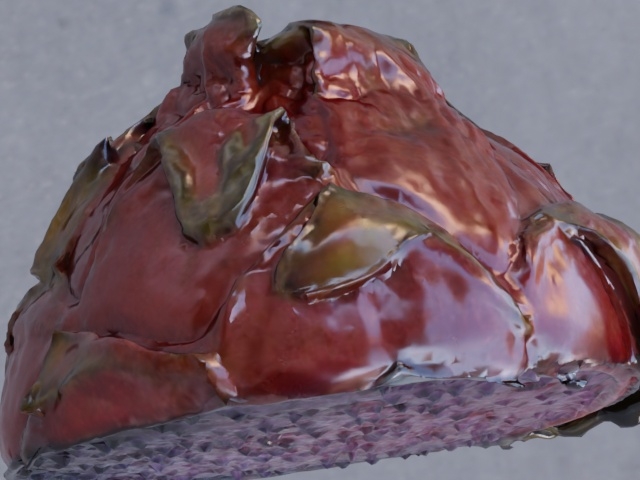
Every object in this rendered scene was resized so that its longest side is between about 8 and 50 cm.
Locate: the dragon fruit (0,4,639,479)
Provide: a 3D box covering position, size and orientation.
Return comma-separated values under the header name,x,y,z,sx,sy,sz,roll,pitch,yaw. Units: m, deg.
name,x,y,z,sx,sy,sz,roll,pitch,yaw
dragon fruit,-0.003,0.000,0.620,0.218,0.223,0.148,61,19,-75
